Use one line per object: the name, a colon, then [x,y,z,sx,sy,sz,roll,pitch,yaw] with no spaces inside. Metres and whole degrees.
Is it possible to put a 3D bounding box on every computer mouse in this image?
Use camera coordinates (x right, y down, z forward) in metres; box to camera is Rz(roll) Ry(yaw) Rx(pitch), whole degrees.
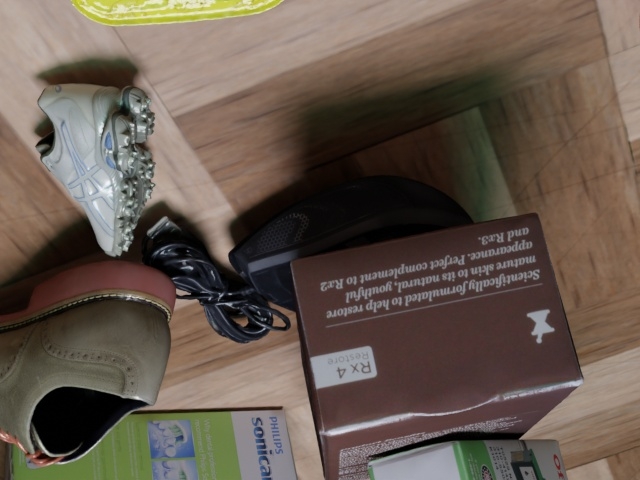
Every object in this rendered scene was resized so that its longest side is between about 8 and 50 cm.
computer mouse: [0.000,0.000,1.073,0.272,0.072,0.188,-15,146,19]

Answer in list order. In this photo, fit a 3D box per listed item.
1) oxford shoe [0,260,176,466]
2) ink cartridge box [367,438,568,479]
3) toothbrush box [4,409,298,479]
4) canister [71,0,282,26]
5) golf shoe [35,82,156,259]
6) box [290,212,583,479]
oxford shoe: [-0.259,0.136,1.084,0.123,0.130,0.348,22,141,-37]
ink cartridge box: [0.144,0.254,1.073,0.092,0.160,0.219,-21,163,28]
toothbrush box: [-0.182,0.282,1.310,0.283,0.122,0.206,0,139,-18]
canister: [-0.087,-0.206,0.715,0.126,0.170,0.073,-7,140,-9]
golf shoe: [-0.174,-0.058,0.969,0.086,0.069,0.176,15,139,5]
box: [0.080,0.108,1.061,0.191,0.143,0.381,-11,166,-3]
